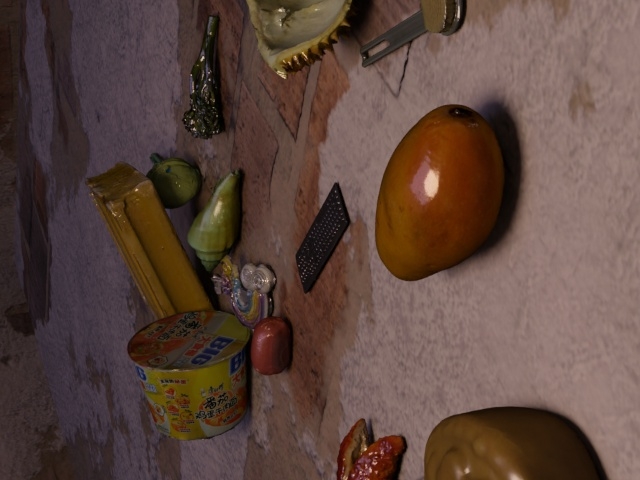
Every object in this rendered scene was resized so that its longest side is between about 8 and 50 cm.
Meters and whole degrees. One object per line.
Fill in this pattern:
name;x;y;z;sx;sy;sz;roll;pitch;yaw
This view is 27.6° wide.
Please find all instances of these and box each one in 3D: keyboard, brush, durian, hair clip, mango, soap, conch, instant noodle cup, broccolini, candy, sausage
keyboard;0.000;0.000;1.778;0.202;0.011;0.067;119;140;-56
brush;0.091;-0.232;1.456;0.266;0.027;0.062;161;102;-68
durian;-0.025;-0.300;1.581;0.144;0.139;0.252;129;131;-56
hair clip;-0.114;0.082;2.058;0.172;0.049;0.116;21;130;57
mango;0.115;-0.032;1.338;0.253;0.113;0.138;113;145;-55
soap;-0.289;0.027;2.264;0.315;0.091;0.199;65;167;-22
conch;-0.168;-0.032;2.111;0.095;0.080;0.200;-112;40;-64
instant noodle cup;-0.205;0.223;2.144;0.205;0.205;0.153;-135;33;-58
broccolini;-0.195;-0.264;2.122;0.091;0.068;0.202;-106;14;-79
candy;-0.287;-0.129;2.398;0.093;0.092;0.335;-65;18;8
sausage;-0.073;0.159;1.947;0.054;0.059;0.094;27;120;42

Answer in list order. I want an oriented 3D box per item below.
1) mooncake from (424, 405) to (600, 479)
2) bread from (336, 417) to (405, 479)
mooncake;0.176;0.266;1.278;0.235;0.117;0.234;170;90;-68
bread;0.052;0.365;1.648;0.139;0.095;0.268;0;93;61
